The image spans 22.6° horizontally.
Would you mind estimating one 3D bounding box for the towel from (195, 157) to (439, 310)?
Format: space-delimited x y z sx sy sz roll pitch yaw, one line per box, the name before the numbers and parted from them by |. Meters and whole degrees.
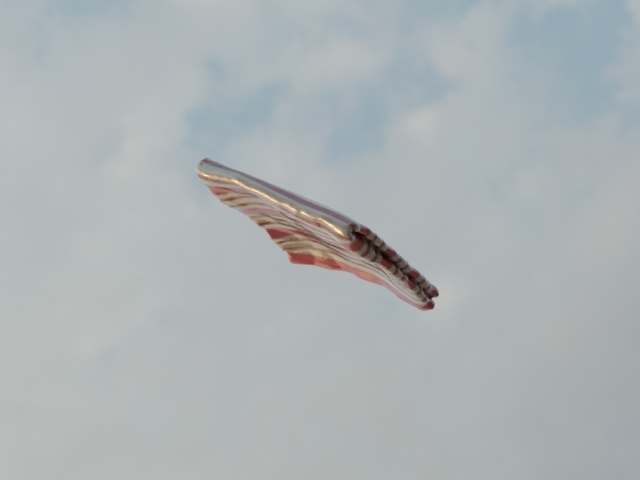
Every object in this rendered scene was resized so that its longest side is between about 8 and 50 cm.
towel | 0.000 0.000 1.245 0.029 0.144 0.197 -64 -29 -7
